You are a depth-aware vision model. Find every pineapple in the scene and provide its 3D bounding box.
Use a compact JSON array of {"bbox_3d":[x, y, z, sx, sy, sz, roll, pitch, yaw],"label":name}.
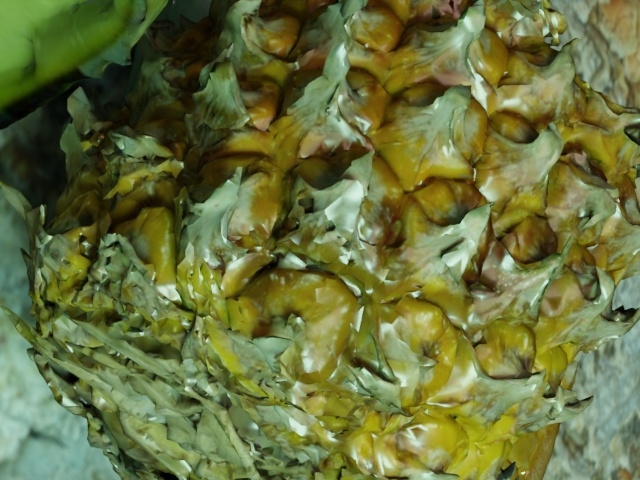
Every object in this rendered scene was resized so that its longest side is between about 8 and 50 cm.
[{"bbox_3d":[0.002,0.002,1.108,0.300,0.352,0.352,-47,123,-33],"label":"pineapple"}]

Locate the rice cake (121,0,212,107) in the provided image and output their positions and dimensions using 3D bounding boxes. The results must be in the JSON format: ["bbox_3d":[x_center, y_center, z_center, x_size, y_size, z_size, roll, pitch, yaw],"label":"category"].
[{"bbox_3d":[-0.060,-0.071,1.295,0.189,0.037,0.198,32,70,-40],"label":"rice cake"}]

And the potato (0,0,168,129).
[{"bbox_3d":[-0.156,-0.234,1.026,0.213,0.280,0.330,-54,125,-26],"label":"potato"}]

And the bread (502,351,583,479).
[{"bbox_3d":[0.066,0.163,1.353,0.119,0.152,0.288,36,66,-34],"label":"bread"}]
